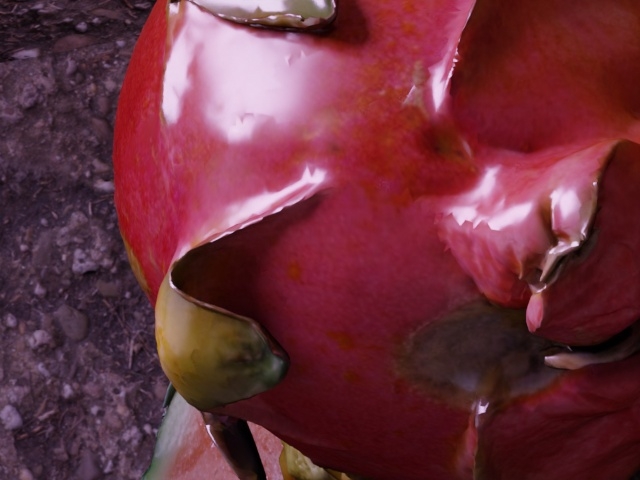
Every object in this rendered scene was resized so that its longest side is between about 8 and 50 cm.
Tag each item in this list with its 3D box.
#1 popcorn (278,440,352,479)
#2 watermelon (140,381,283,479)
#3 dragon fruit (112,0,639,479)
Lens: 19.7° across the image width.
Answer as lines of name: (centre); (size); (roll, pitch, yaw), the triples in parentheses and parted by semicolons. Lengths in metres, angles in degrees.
popcorn: (0.052, 0.078, 0.839); (0.197, 0.155, 0.198); (-178, 90, -82)
watermelon: (-0.039, 0.216, 1.366); (0.319, 0.222, 0.292); (64, -173, -64)
dragon fruit: (0.042, -0.016, 0.580); (0.224, 0.224, 0.227); (86, 168, -46)
